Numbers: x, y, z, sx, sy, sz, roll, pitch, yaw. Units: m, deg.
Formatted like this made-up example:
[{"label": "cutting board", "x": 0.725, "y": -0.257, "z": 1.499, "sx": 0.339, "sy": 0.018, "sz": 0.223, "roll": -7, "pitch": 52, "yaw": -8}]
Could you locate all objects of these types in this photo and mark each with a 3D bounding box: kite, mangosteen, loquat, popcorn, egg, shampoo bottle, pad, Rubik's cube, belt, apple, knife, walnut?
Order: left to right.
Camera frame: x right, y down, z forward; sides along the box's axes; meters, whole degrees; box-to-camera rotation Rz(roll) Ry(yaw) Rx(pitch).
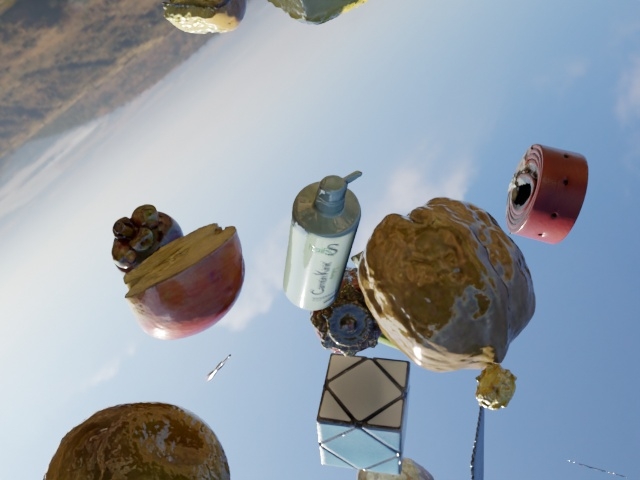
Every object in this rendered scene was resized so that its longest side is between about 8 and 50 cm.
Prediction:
[{"label": "loquat", "x": -0.257, "y": 0.373, "z": 1.016, "sx": 0.276, "sy": 0.276, "sz": 0.284, "roll": -41, "pitch": -132, "yaw": 2}, {"label": "mangosteen", "x": -0.409, "y": 0.007, "z": 1.667, "sx": 0.200, "sy": 0.200, "sz": 0.200, "roll": -39, "pitch": -166, "yaw": 11}, {"label": "apple", "x": -0.247, "y": 0.093, "z": 1.412, "sx": 0.251, "sy": 0.163, "sz": 0.293, "roll": -31, "pitch": -162, "yaw": -8}, {"label": "knife", "x": -0.268, "y": 0.336, "z": 1.900, "sx": 0.035, "sy": 0.018, "sz": 0.247, "roll": -43, "pitch": 178, "yaw": -34}, {"label": "shampoo bottle", "x": 0.000, "y": 0.000, "z": 0.921, "sx": 0.085, "sy": 0.085, "sz": 0.262, "roll": -48, "pitch": 166, "yaw": -27}, {"label": "Rubik's cube", "x": 0.110, "y": 0.421, "z": 1.748, "sx": 0.204, "sy": 0.205, "sz": 0.207, "roll": 4, "pitch": -138, "yaw": 9}, {"label": "egg", "x": 0.203, "y": 0.671, "z": 1.895, "sx": 0.203, "sy": 0.245, "sz": 0.203, "roll": -48, "pitch": 162, "yaw": -22}, {"label": "walnut", "x": 0.244, "y": 0.090, "z": 1.369, "sx": 0.306, "sy": 0.344, "sz": 0.306, "roll": -27, "pitch": 157, "yaw": -13}, {"label": "pad", "x": 0.357, "y": 0.533, "z": 1.630, "sx": 0.012, "sy": 0.269, "sz": 0.270, "roll": 2, "pitch": -157, "yaw": 17}, {"label": "popcorn", "x": 0.307, "y": 0.261, "z": 1.272, "sx": 0.083, "sy": 0.057, "sz": 0.082, "roll": -47, "pitch": -159, "yaw": 36}, {"label": "belt", "x": 0.530, "y": -0.110, "z": 1.718, "sx": 0.324, "sy": 0.115, "sz": 0.228, "roll": -39, "pitch": 145, "yaw": -87}, {"label": "kite", "x": 0.565, "y": 0.465, "z": 1.453, "sx": 0.122, "sy": 0.090, "sz": 0.004, "roll": 6, "pitch": -105, "yaw": 40}]

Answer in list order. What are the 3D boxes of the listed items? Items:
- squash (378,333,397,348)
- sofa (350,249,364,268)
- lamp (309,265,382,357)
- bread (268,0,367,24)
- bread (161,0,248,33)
[{"label": "squash", "x": 0.198, "y": 0.252, "z": 1.867, "sx": 0.094, "sy": 0.224, "sz": 0.094, "roll": -47, "pitch": -157, "yaw": 27}, {"label": "sofa", "x": 0.214, "y": 0.035, "z": 1.844, "sx": 0.210, "sy": 0.176, "sz": 0.225, "roll": -24, "pitch": 157, "yaw": -13}, {"label": "lamp", "x": 0.059, "y": 0.151, "z": 1.596, "sx": 0.177, "sy": 0.177, "sz": 0.274, "roll": -40, "pitch": -171, "yaw": 4}, {"label": "bread", "x": 0.030, "y": -0.505, "z": 1.143, "sx": 0.333, "sy": 0.143, "sz": 0.323, "roll": -32, "pitch": -134, "yaw": -13}, {"label": "bread", "x": -0.299, "y": -0.659, "z": 1.995, "sx": 0.204, "sy": 0.163, "sz": 0.262, "roll": 4, "pitch": -133, "yaw": 18}]
